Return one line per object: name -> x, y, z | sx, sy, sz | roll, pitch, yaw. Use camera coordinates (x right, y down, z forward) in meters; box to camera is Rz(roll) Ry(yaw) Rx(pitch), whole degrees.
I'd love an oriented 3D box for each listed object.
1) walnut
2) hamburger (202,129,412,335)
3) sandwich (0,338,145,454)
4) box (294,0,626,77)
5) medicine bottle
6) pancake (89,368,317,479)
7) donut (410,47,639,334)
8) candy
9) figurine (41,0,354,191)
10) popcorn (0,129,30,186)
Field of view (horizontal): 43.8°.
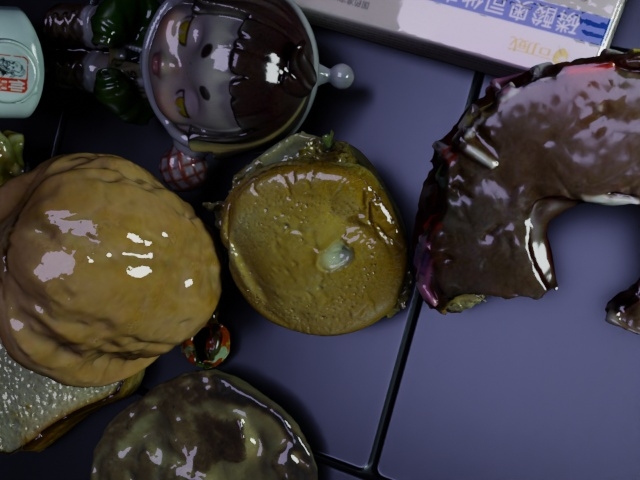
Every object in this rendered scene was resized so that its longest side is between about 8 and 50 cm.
walnut -> -0.220, 0.030, 0.819 | 0.224, 0.257, 0.257 | -4, 86, 34
hamburger -> 0.000, 0.000, 0.829 | 0.189, 0.122, 0.215 | -29, 103, 19
sandwich -> -0.332, 0.144, 0.969 | 0.215, 0.065, 0.186 | -34, 78, 13
box -> 0.147, -0.292, 0.833 | 0.343, 0.065, 0.200 | 21, 94, 18
medicine bottle -> -0.363, -0.205, 0.915 | 0.083, 0.229, 0.121 | -2, 108, -21
pancake -> -0.136, 0.286, 0.905 | 0.294, 0.049, 0.294 | 0, 91, 19
donut -> 0.257, -0.041, 0.727 | 0.345, 0.136, 0.259 | 4, 102, 17
candy -> -0.119, 0.056, 0.921 | 0.056, 0.049, 0.184 | 12, 82, -12
figurine -> -0.151, -0.198, 0.883 | 0.370, 0.167, 0.281 | 12, 109, 27
popcorn -> -0.428, -0.056, 0.933 | 0.169, 0.218, 0.189 | 6, 117, -11
